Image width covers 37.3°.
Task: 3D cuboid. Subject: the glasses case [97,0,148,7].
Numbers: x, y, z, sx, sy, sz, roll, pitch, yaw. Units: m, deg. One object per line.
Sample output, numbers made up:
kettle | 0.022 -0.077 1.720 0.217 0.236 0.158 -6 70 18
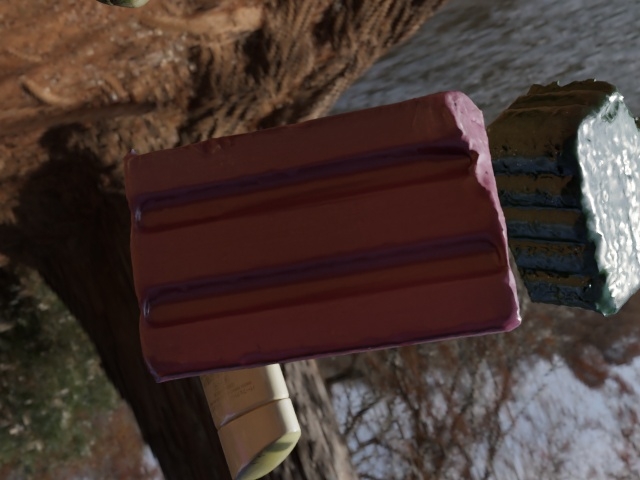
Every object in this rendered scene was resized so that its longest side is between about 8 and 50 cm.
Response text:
glasses case | -0.183 -0.338 0.752 0.098 0.157 0.425 9 165 4

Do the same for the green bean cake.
green bean cake | 0.387 -0.090 1.346 0.308 0.300 0.169 -35 -153 -33

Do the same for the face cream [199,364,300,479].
face cream | -0.132 0.192 1.479 0.081 0.349 0.173 -5 158 -43

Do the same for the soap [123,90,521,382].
soap | 0.000 0.000 0.931 0.359 0.233 0.128 -9 171 12
